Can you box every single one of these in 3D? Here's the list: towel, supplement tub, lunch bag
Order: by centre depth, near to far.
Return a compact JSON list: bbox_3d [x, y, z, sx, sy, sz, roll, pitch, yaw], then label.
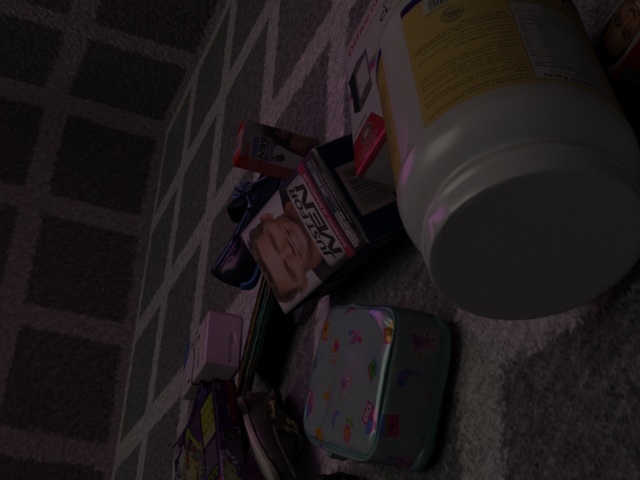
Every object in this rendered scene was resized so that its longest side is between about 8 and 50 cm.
[{"bbox_3d":[0.189,-0.108,0.959,0.331,0.241,0.241,-95,26,-44],"label":"supplement tub"},{"bbox_3d":[0.073,0.202,1.279,0.279,0.108,0.224,168,111,-70],"label":"lunch bag"},{"bbox_3d":[-0.111,0.117,1.902,0.271,0.040,0.370,-102,27,-82],"label":"towel"}]

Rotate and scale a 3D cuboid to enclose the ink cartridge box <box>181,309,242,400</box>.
[{"bbox_3d":[-0.264,0.282,2.226,0.203,0.086,0.148,124,153,-48],"label":"ink cartridge box"}]

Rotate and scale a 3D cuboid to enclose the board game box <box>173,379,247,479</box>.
[{"bbox_3d":[-0.214,0.425,1.735,0.347,0.056,0.208,123,148,-52],"label":"board game box"}]

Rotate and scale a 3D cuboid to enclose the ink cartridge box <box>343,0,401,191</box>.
[{"bbox_3d":[0.140,-0.251,1.377,0.306,0.131,0.226,-96,27,-43],"label":"ink cartridge box"}]

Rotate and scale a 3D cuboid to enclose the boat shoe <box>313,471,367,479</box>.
[{"bbox_3d":[0.008,0.375,1.388,0.152,0.049,0.056,-36,25,42],"label":"boat shoe"}]

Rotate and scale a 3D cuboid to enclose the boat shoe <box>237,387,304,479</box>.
[{"bbox_3d":[-0.083,0.341,1.633,0.305,0.091,0.109,-138,30,-71],"label":"boat shoe"}]

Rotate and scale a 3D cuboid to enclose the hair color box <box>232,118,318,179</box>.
[{"bbox_3d":[-0.093,-0.185,1.940,0.053,0.167,0.093,133,146,-57],"label":"hair color box"}]

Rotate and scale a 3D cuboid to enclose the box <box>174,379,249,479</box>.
[{"bbox_3d":[-0.233,0.456,1.994,0.184,0.103,0.261,-158,83,-74],"label":"box"}]

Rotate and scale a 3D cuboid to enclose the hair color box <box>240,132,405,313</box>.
[{"bbox_3d":[0.001,-0.019,1.530,0.174,0.105,0.347,60,149,9],"label":"hair color box"}]

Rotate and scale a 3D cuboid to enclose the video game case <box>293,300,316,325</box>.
[{"bbox_3d":[0.000,0.000,1.766,0.196,0.026,0.274,-100,31,-51],"label":"video game case"}]

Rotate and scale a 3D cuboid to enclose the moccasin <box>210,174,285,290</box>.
[{"bbox_3d":[-0.152,-0.062,2.031,0.137,0.117,0.342,101,-176,-60],"label":"moccasin"}]

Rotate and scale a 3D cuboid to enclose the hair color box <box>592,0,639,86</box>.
[{"bbox_3d":[0.338,-0.232,0.925,0.072,0.043,0.141,-96,26,-44],"label":"hair color box"}]
